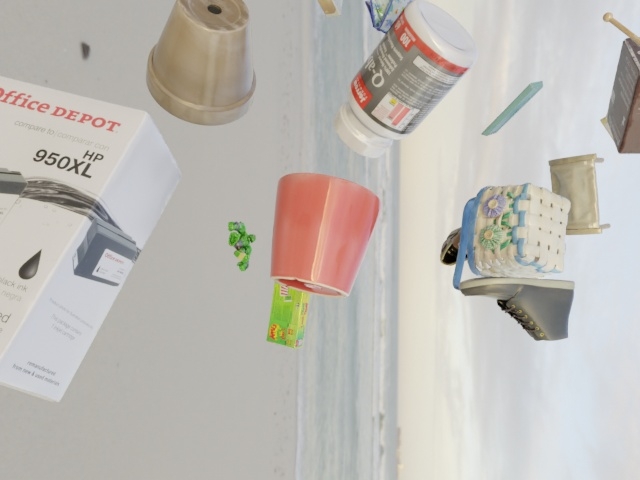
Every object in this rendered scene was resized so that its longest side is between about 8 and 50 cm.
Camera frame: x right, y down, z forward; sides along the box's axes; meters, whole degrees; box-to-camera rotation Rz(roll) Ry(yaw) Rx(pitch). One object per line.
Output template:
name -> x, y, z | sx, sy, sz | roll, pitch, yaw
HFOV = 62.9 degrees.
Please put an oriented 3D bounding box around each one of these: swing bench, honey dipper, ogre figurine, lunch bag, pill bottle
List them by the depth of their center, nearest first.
honey dipper -> 0.591, -0.379, 0.982 | 0.161, 0.030, 0.030 | 60, -9, 31
pill bottle -> 0.198, -0.388, 1.315 | 0.363, 0.210, 0.210 | -47, -156, 41
lunch bag -> 0.183, -0.605, 1.337 | 0.129, 0.096, 0.151 | -9, 109, -54
swing bench -> 0.866, -0.152, 1.767 | 0.254, 0.165, 0.253 | -8, 94, -55
ogre figurine -> -0.309, 0.006, 2.031 | 0.197, 0.096, 0.118 | 58, 21, -16

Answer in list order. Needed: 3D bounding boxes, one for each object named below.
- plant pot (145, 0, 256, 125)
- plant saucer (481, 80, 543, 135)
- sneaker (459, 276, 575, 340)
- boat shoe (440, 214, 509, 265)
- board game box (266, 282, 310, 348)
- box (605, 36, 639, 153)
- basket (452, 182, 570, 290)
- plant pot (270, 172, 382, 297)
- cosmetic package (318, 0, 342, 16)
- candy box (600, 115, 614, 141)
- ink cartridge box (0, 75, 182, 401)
plant pot -> -0.317, -0.535, 1.468 | 0.280, 0.323, 0.323 | 124, -23, -55
plant saucer -> 0.510, -0.347, 1.393 | 0.018, 0.067, 0.192 | 57, -40, 14
sneaker -> 0.371, 0.129, 0.983 | 0.083, 0.222, 0.118 | 140, -47, -85
boat shoe -> 0.443, 0.003, 1.512 | 0.104, 0.110, 0.307 | -52, 176, -22
board game box -> -0.083, 0.186, 1.390 | 0.043, 0.092, 0.181 | 6, 93, -62
box -> 0.752, -0.320, 1.153 | 0.168, 0.167, 0.203 | -75, 160, -45
basket -> 0.431, -0.013, 1.249 | 0.289, 0.201, 0.255 | 150, -46, -65
plant pot -> 0.000, 0.000, 1.270 | 0.275, 0.274, 0.243 | 62, 39, -73
cosmetic package -> 0.019, -0.641, 1.360 | 0.115, 0.041, 0.060 | 36, 61, -65
candy box -> 0.945, -0.393, 1.400 | 0.088, 0.183, 0.316 | 61, -37, 7
ink cartridge box -> -0.424, -0.018, 0.745 | 0.166, 0.285, 0.395 | 84, 25, -63
